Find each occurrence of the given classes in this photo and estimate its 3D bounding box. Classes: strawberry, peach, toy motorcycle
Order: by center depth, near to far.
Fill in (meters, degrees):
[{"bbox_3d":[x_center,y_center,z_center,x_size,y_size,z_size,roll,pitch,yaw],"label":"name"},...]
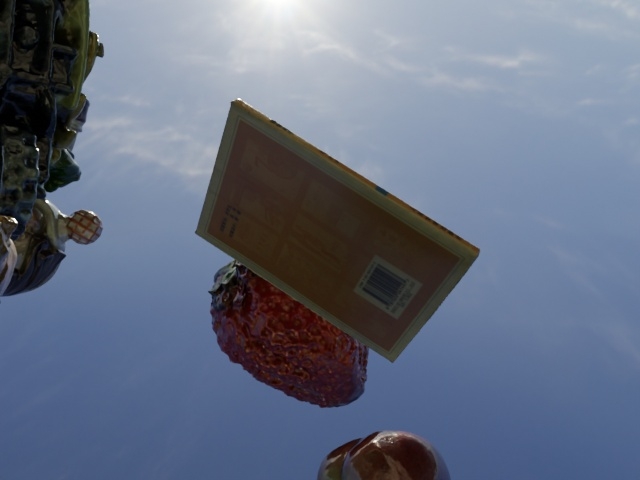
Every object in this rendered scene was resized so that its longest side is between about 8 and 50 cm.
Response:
[{"bbox_3d":[0.075,0.274,0.644,0.152,0.152,0.152,8,-141,-6],"label":"peach"},{"bbox_3d":[-0.357,-0.202,0.647,0.168,0.410,0.237,8,172,-42],"label":"toy motorcycle"},{"bbox_3d":[-0.039,0.133,0.911,0.288,0.238,0.250,55,-154,0],"label":"strawberry"}]

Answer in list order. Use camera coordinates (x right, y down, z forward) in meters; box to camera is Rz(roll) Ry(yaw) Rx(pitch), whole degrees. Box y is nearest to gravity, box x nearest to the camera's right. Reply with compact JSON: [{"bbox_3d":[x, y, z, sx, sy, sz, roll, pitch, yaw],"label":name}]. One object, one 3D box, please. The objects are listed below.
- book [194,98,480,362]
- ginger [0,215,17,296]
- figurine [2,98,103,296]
[{"bbox_3d":[0.000,0.000,0.535,0.241,0.170,0.018,34,-137,7],"label":"book"},{"bbox_3d":[-0.240,-0.020,0.339,0.086,0.294,0.131,45,-132,13],"label":"ginger"},{"bbox_3d":[-0.478,-0.072,0.921,0.281,0.167,0.370,17,-100,-11],"label":"figurine"}]
